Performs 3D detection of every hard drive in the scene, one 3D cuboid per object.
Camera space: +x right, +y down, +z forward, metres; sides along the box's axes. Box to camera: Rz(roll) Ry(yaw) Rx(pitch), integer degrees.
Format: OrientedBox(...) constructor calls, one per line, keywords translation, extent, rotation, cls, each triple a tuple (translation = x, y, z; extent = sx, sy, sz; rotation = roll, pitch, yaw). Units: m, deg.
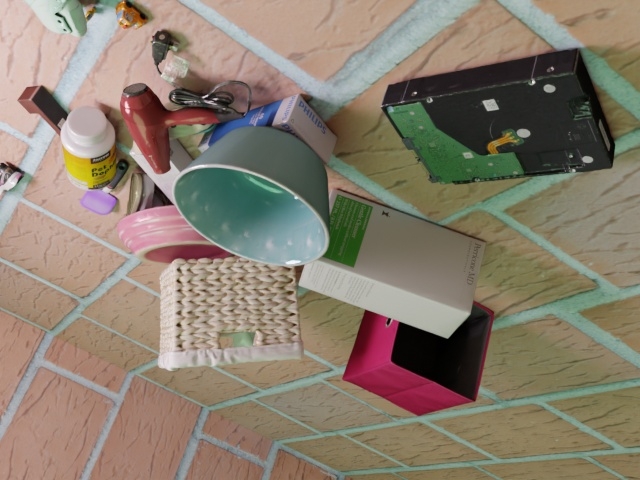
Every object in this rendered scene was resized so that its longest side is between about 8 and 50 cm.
OrientedBox(translation=(0.304, -0.199, 1.306), extent=(0.339, 0.064, 0.237), rotation=(-5, 143, 35), cls="hard drive")

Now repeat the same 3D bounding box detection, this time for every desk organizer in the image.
OrientedBox(translation=(-0.620, -0.290, 1.726), extent=(0.050, 0.047, 0.130), rotation=(4, 147, 30), cls="desk organizer")

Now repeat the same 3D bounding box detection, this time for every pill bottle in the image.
OrientedBox(translation=(-0.526, -0.211, 1.731), extent=(0.117, 0.117, 0.215), rotation=(21, 151, -2), cls="pill bottle")

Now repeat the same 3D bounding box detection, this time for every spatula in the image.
OrientedBox(translation=(-0.546, -0.136, 1.959), extent=(0.084, 0.030, 0.296), rotation=(29, 149, -19), cls="spatula")

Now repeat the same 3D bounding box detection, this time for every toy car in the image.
OrientedBox(translation=(-0.381, -0.401, 1.398), extent=(0.122, 0.040, 0.060), rotation=(-1, 145, 32), cls="toy car")

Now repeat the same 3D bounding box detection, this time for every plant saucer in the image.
OrientedBox(translation=(-0.325, -0.004, 1.857), extent=(0.333, 0.084, 0.332), rotation=(-4, 166, -1), cls="plant saucer")

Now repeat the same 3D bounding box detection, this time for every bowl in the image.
OrientedBox(translation=(-0.110, -0.103, 1.457), extent=(0.312, 0.163, 0.311), rotation=(15, 150, 9), cls="bowl")

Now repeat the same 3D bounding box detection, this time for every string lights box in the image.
OrientedBox(translation=(-0.109, -0.199, 1.541), extent=(0.260, 0.076, 0.133), rotation=(-9, 139, 41), cls="string lights box")

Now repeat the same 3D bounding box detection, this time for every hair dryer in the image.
OrientedBox(translation=(-0.284, -0.237, 1.480), extent=(0.224, 0.080, 0.293), rotation=(35, 131, -5), cls="hair dryer")

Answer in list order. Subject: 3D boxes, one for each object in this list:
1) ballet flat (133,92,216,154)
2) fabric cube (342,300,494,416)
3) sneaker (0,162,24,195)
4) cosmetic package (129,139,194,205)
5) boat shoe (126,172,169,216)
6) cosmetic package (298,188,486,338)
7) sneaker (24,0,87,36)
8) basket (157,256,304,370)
OrientedBox(translation=(-0.323, -0.247, 1.587), extent=(0.249, 0.086, 0.086), rotation=(-15, 137, 32), cls="ballet flat")
OrientedBox(translation=(0.248, 0.272, 1.951), extent=(0.259, 0.254, 0.258), rotation=(27, 152, -15), cls="fabric cube")
OrientedBox(translation=(-0.884, -0.171, 2.084), extent=(0.178, 0.072, 0.077), rotation=(-21, 120, 39), cls="sneaker")
OrientedBox(translation=(-0.333, -0.151, 1.774), extent=(0.099, 0.060, 0.239), rotation=(-1, 146, 25), cls="cosmetic package")
OrientedBox(translation=(-0.431, -0.086, 1.912), extent=(0.104, 0.113, 0.302), rotation=(5, 161, -16), cls="boat shoe")
OrientedBox(translation=(0.158, 0.053, 1.690), extent=(0.366, 0.196, 0.155), rotation=(18, 150, 0), cls="cosmetic package")
OrientedBox(translation=(-0.422, -0.431, 1.314), extent=(0.256, 0.094, 0.151), rotation=(8, 145, 39), cls="sneaker")
OrientedBox(translation=(-0.240, 0.187, 1.925), extent=(0.329, 0.266, 0.331), rotation=(-2, 173, -17), cls="basket")
